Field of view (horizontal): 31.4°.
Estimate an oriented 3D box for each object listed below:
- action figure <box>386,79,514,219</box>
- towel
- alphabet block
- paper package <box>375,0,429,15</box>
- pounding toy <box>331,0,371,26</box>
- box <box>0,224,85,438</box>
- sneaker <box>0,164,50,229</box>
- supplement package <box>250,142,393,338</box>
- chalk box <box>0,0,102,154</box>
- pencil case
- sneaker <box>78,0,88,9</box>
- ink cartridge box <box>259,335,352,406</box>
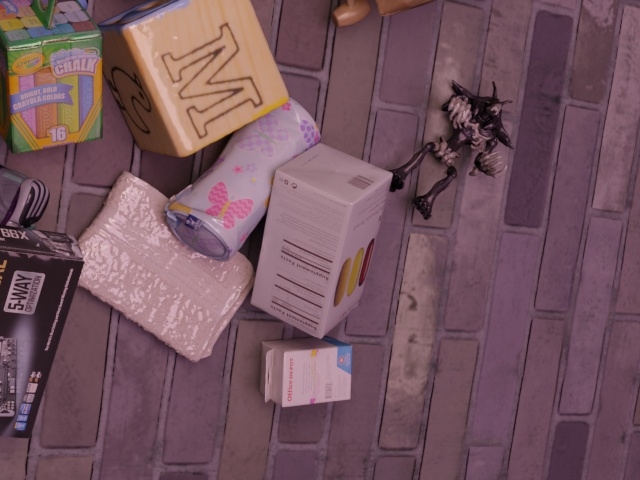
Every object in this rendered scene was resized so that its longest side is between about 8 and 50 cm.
[{"bbox_3d":[0.240,-0.164,1.913,0.276,0.141,0.164,-47,105,-13],"label":"action figure"},{"bbox_3d":[-0.239,0.047,1.736,0.282,0.049,0.187,37,79,-28],"label":"towel"},{"bbox_3d":[-0.191,-0.252,1.635,0.193,0.192,0.197,-30,110,-19],"label":"alphabet block"},{"bbox_3d":[0.165,-0.529,1.703,0.309,0.168,0.325,-32,105,-55],"label":"paper package"},{"bbox_3d":[0.064,-0.477,1.755,0.154,0.155,0.269,-22,110,-24],"label":"pounding toy"},{"bbox_3d":[-0.480,0.121,1.541,0.242,0.076,0.307,9,116,-30],"label":"box"},{"bbox_3d":[-0.467,-0.001,1.605,0.098,0.083,0.224,30,98,11],"label":"sneaker"},{"bbox_3d":[0.000,0.000,1.736,0.139,0.134,0.244,-37,146,-51],"label":"supplement package"},{"bbox_3d":[-0.373,-0.245,1.522,0.132,0.132,0.213,-14,131,-26],"label":"chalk box"},{"bbox_3d":[-0.116,-0.098,1.715,0.273,0.124,0.113,-53,160,-25],"label":"pencil case"},{"bbox_3d":[-0.359,-0.431,1.575,0.090,0.081,0.232,-28,110,-17],"label":"sneaker"},{"bbox_3d":[-0.032,0.211,1.851,0.143,0.090,0.092,-1,98,-27],"label":"ink cartridge box"}]
